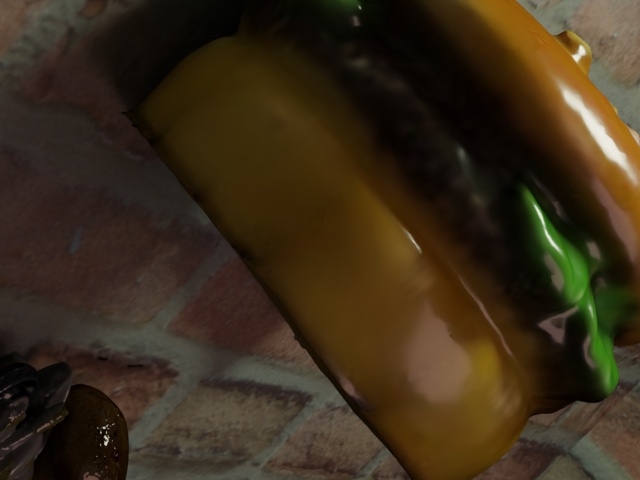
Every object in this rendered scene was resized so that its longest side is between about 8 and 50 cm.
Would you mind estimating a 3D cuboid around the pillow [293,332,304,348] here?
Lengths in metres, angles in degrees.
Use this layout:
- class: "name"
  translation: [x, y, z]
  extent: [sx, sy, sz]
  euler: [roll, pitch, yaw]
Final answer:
- class: "pillow"
  translation: [0.000, 0.000, 1.659]
  extent: [0.135, 0.049, 0.248]
  euler: [-39, 152, -7]

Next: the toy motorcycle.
- class: "toy motorcycle"
  translation: [-0.279, 0.181, 1.511]
  extent: [0.225, 0.073, 0.152]
  euler: [-49, 160, 16]

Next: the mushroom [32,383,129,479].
- class: "mushroom"
  translation: [-0.206, 0.180, 1.585]
  extent: [0.087, 0.127, 0.127]
  euler: [2, 144, -7]

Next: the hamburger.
- class: "hamburger"
  translation: [0.072, -0.038, 1.307]
  extent: [0.277, 0.395, 0.396]
  euler: [-39, 156, -4]
